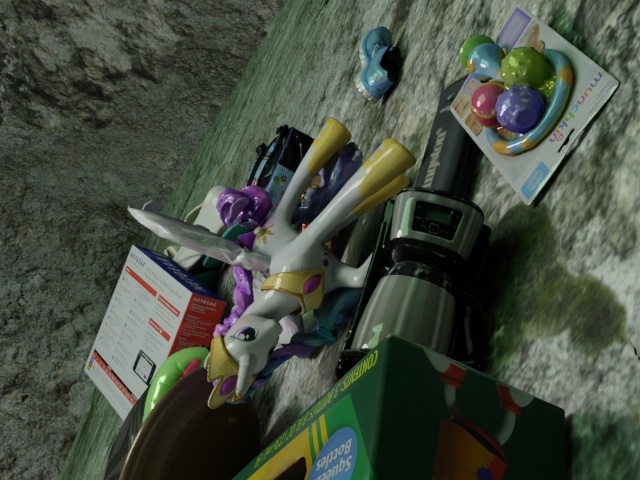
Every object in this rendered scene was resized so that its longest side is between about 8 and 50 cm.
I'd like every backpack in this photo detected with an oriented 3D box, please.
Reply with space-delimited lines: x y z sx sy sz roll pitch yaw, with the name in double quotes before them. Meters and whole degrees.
"backpack" -0.067 -0.090 1.652 0.158 0.117 0.173 -27 40 66

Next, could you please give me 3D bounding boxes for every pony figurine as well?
"pony figurine" -0.054 0.018 1.215 0.363 0.303 0.351 -49 26 -3

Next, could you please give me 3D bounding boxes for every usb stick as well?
"usb stick" 0.134 -0.063 1.063 0.077 0.045 0.278 -31 36 58

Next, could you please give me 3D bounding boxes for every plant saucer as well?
"plant saucer" -0.154 0.294 1.201 0.278 0.041 0.277 -39 -44 -51

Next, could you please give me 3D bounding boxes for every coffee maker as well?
"coffee maker" 0.081 0.058 0.908 0.171 0.120 0.178 -35 33 63

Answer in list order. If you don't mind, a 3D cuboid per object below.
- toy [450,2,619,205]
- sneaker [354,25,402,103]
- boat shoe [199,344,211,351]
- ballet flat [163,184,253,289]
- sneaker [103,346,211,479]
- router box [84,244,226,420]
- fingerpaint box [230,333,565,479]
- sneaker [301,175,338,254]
"toy" 0.185 -0.150 0.952 0.137 0.056 0.237 -58 23 21
"sneaker" 0.104 -0.287 1.536 0.073 0.063 0.162 -31 38 35
"boat shoe" -0.208 0.228 1.749 0.183 0.066 0.066 -11 49 60
"ballet flat" -0.275 0.031 2.108 0.400 0.139 0.139 -51 20 34
"sneaker" -0.239 0.386 1.377 0.482 0.185 0.202 -65 10 -10
"router box" -0.346 0.200 1.963 0.335 0.082 0.301 30 99 55
"fingerpaint box" -0.020 0.342 0.707 0.445 0.163 0.371 -49 21 45
"sneaker" 0.000 0.000 1.406 0.084 0.070 0.185 8 -84 -72
